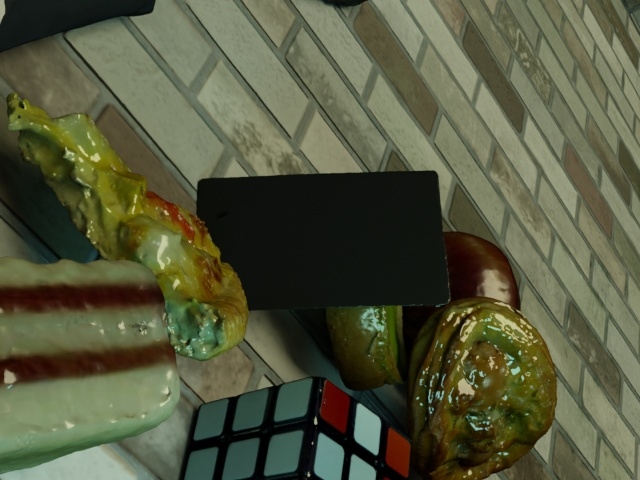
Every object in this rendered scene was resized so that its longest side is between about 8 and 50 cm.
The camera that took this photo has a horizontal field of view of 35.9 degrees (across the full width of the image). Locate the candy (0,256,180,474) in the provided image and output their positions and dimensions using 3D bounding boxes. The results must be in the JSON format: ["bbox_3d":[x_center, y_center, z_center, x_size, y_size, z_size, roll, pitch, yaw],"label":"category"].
[{"bbox_3d":[-0.260,0.095,0.660,0.321,0.179,0.135,7,66,-54],"label":"candy"}]

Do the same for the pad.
[{"bbox_3d":[0.000,0.000,1.050,0.009,0.265,0.159,88,1,-66],"label":"pad"}]

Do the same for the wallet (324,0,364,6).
[{"bbox_3d":[-0.044,-0.537,1.400,0.228,0.062,0.406,-7,80,-56],"label":"wallet"}]

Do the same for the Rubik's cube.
[{"bbox_3d":[-0.024,0.242,0.935,0.162,0.161,0.163,42,43,-37],"label":"Rubik's cube"}]

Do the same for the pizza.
[{"bbox_3d":[-0.161,-0.020,0.855,0.287,0.075,0.280,49,1,-19],"label":"pizza"}]

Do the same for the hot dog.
[{"bbox_3d":[0.185,0.190,1.188,0.272,0.196,0.122,87,-21,-45],"label":"hot dog"}]

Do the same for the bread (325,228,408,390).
[{"bbox_3d":[0.055,0.061,1.151,0.236,0.070,0.236,-5,90,-80],"label":"bread"}]

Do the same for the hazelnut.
[{"bbox_3d":[0.171,0.093,1.295,0.178,0.178,0.204,-15,119,-57],"label":"hazelnut"}]

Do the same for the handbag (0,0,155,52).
[{"bbox_3d":[-0.270,-0.295,0.928,0.254,0.089,0.211,-39,111,-56],"label":"handbag"}]
